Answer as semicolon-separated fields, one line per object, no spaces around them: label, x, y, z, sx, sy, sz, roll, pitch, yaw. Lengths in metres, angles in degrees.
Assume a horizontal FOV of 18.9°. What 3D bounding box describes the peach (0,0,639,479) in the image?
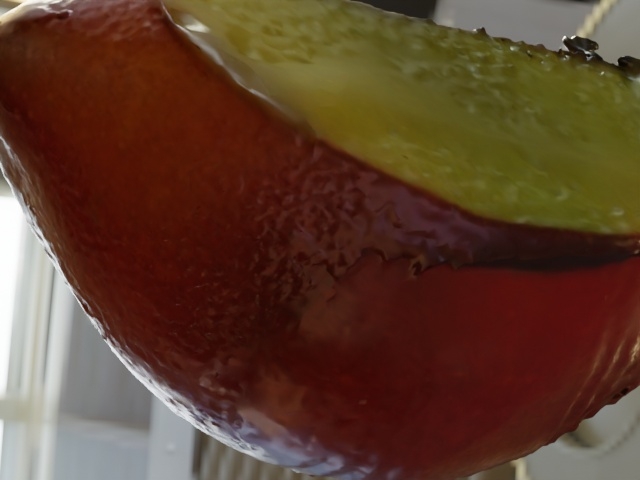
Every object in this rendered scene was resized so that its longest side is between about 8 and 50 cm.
peach;0.004;0.004;0.672;0.159;0.267;0.154;-64;-148;24
